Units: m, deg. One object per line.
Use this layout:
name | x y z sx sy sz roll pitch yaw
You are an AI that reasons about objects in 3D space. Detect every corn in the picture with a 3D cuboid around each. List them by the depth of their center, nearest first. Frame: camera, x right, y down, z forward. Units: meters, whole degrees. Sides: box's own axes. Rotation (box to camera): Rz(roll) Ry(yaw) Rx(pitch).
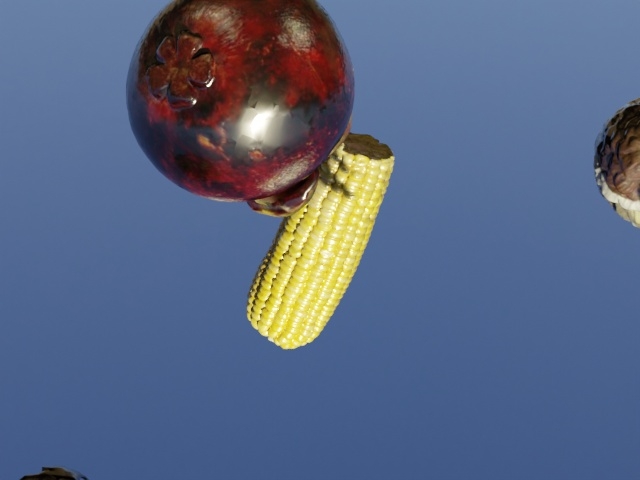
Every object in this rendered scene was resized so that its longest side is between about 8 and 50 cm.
corn | 0.000 0.000 1.300 0.093 0.244 0.093 20 -152 -11

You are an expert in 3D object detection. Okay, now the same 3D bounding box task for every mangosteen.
mangosteen | -0.062 -0.126 1.075 0.209 0.210 0.210 4 -148 -3

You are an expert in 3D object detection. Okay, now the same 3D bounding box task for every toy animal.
toy animal | 0.221 -0.054 0.854 0.098 0.098 0.137 -2 -173 -13

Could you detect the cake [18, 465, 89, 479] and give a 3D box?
cake | -0.291 0.331 1.098 0.321 0.332 0.332 -21 -142 -11
